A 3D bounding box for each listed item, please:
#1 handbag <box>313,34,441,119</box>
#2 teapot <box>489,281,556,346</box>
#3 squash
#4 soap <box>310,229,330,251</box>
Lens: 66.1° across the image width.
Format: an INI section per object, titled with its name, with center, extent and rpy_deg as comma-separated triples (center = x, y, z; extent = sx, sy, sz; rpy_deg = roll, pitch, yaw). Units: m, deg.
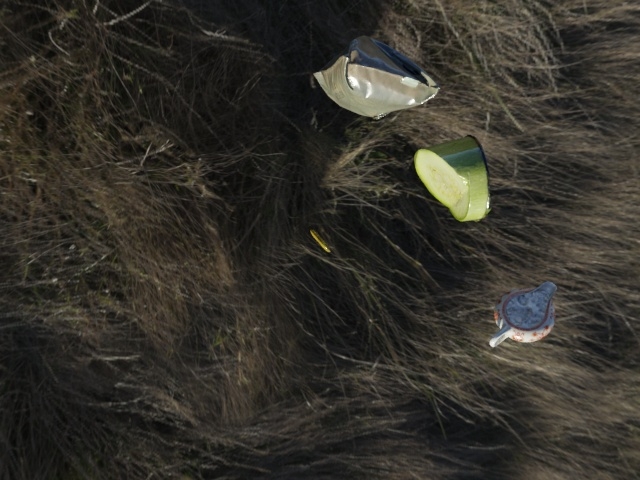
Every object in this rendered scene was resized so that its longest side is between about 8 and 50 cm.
[handbag]
center = 0.092, -0.272, 0.847
extent = 0.183, 0.270, 0.117
rpy_deg = 13, 100, -12
[teapot]
center = 0.577, 0.222, 1.413
extent = 0.159, 0.116, 0.245
rpy_deg = 41, 75, 21
[squash]
center = 0.335, -0.144, 1.223
extent = 0.133, 0.220, 0.220
rpy_deg = -15, 103, -5
[soap]
center = 0.000, 0.000, 1.091
extent = 0.012, 0.089, 0.034
rpy_deg = -41, 125, 0
